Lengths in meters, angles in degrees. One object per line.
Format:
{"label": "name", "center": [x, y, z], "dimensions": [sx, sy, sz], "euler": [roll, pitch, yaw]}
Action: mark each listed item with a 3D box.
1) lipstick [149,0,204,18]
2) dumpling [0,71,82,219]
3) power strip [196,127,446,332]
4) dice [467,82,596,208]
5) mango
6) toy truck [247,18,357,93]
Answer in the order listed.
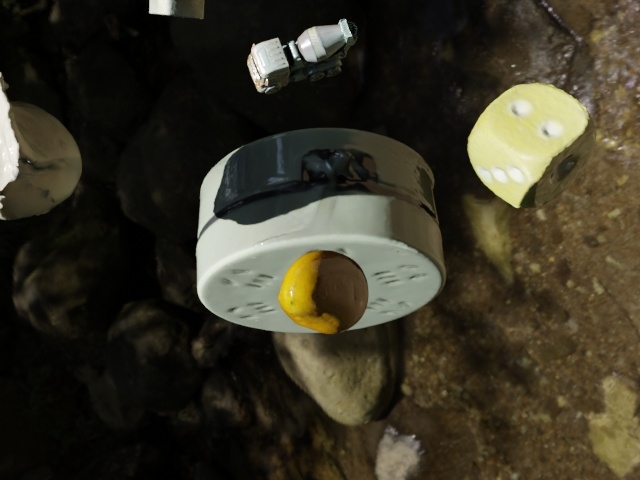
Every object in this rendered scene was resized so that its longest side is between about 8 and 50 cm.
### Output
{"label": "lipstick", "center": [-0.182, -0.423, 0.856], "dimensions": [0.079, 0.077, 0.252], "euler": [26, 117, 46]}
{"label": "dumpling", "center": [-0.296, -0.087, 0.629], "dimensions": [0.127, 0.108, 0.188], "euler": [54, 160, 6]}
{"label": "power strip", "center": [0.000, 0.000, 0.896], "dimensions": [0.357, 0.357, 0.161], "euler": [-40, 45, 51]}
{"label": "dice", "center": [0.392, -0.177, 1.235], "dimensions": [0.169, 0.169, 0.166], "euler": [46, 166, 31]}
{"label": "mango", "center": [0.002, 0.048, 0.613], "dimensions": [0.060, 0.114, 0.080], "euler": [22, 96, 37]}
{"label": "toy truck", "center": [-0.042, -0.450, 1.580], "dimensions": [0.140, 0.257, 0.108], "euler": [130, 120, -78]}
